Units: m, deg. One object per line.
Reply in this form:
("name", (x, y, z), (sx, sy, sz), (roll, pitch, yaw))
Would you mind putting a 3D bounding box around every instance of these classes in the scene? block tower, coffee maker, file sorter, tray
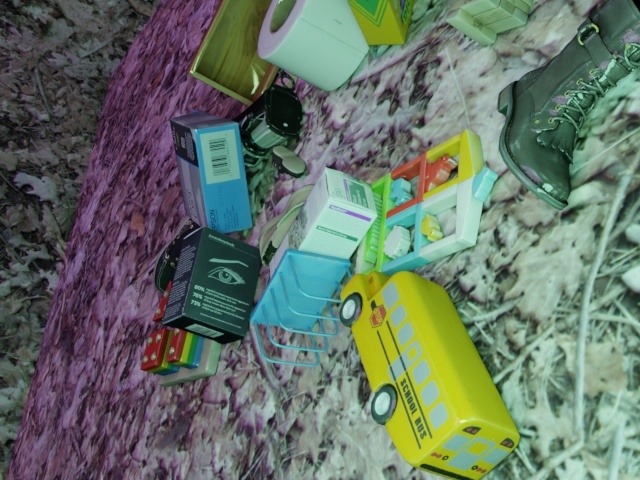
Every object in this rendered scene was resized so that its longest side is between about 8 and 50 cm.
("block tower", (0.307, -0.488, 1.185), (0.097, 0.091, 0.335), (3, 72, 60))
("coffee maker", (-0.128, -0.278, 1.744), (0.178, 0.120, 0.171), (-27, 30, 47))
("file sorter", (-0.027, 0.117, 1.232), (0.170, 0.118, 0.104), (-60, 31, 33))
("tray", (-0.164, -0.569, 1.906), (0.410, 0.203, 0.076), (-62, 23, 7))

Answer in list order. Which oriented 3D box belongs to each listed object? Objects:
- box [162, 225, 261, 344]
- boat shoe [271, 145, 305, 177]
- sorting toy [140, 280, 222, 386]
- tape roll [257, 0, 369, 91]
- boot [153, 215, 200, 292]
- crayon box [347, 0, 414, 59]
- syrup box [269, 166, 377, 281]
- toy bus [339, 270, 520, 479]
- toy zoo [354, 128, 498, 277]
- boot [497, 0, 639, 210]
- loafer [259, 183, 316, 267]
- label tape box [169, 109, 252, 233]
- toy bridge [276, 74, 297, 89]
("box", (-0.227, 0.096, 1.572), (0.108, 0.153, 0.207), (-25, 47, 51))
("boat shoe", (-0.070, -0.166, 1.623), (0.133, 0.049, 0.042), (-133, 42, -52))
("sorting toy", (-0.315, 0.191, 1.712), (0.257, 0.089, 0.255), (-24, 49, 51))
("tape roll", (-0.006, -0.468, 1.596), (0.246, 0.169, 0.246), (-44, 33, 40))
("boot", (-0.337, 0.053, 1.856), (0.236, 0.085, 0.178), (-60, 31, 7))
("crayon box", (0.114, -0.516, 1.389), (0.083, 0.323, 0.203), (6, 70, 23))
("syrup box", (0.000, 0.000, 1.284), (0.236, 0.096, 0.093), (-57, 25, 32))
("toy bus", (0.129, 0.156, 0.980), (0.130, 0.108, 0.332), (-51, 32, 24))
("toy zoo", (0.163, -0.052, 1.159), (0.293, 0.030, 0.192), (-28, 46, 49))
("boot", (0.332, -0.189, 0.920), (0.229, 0.091, 0.262), (-41, 35, 38))
("loafer", (-0.037, -0.019, 1.407), (0.268, 0.102, 0.092), (-41, 38, 53))
("label tape box", (-0.285, -0.175, 1.792), (0.348, 0.115, 0.249), (29, 129, 60))
("toy bridge", (-0.090, -0.381, 1.830), (0.188, 0.026, 0.063), (-63, 30, 6))
